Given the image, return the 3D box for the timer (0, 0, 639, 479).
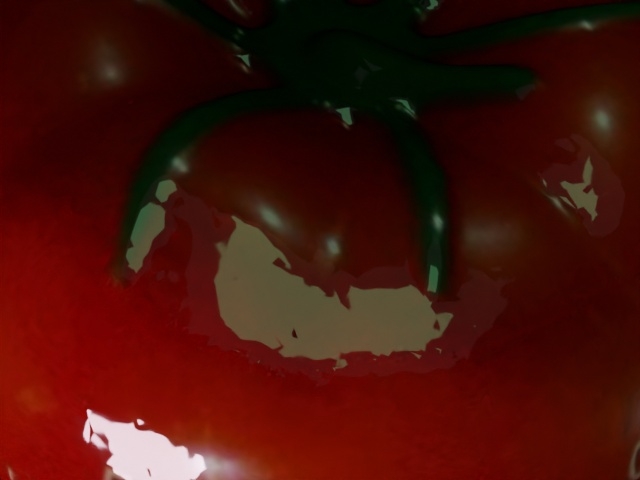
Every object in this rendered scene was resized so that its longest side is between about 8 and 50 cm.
[{"bbox_3d":[0.000,0.000,0.845,0.378,0.279,0.378,4,45,-4],"label":"timer"}]
